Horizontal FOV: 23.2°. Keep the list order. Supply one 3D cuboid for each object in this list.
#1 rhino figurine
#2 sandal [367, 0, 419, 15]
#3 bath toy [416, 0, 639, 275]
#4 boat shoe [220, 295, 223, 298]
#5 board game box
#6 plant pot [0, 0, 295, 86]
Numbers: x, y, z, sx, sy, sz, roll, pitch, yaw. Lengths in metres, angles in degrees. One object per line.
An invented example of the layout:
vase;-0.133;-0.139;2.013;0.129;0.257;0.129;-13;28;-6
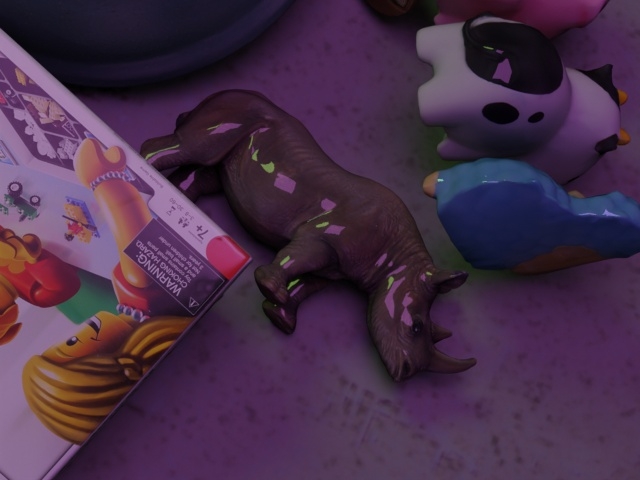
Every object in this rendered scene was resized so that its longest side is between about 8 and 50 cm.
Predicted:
rhino figurine;0.000;0.000;0.956;0.243;0.073;0.106;38;73;3
sandal;0.031;-0.234;1.044;0.049;0.072;0.180;-19;77;-31
bath toy;0.133;-0.157;0.993;0.129;0.151;0.348;-9;69;17
boat shoe;-0.126;0.045;0.935;0.137;0.049;0.043;-21;76;-10
board game box;-0.214;-0.021;0.879;0.305;0.053;0.193;42;87;-1
plant pot;-0.135;-0.260;0.919;0.293;0.196;0.293;-1;77;4
